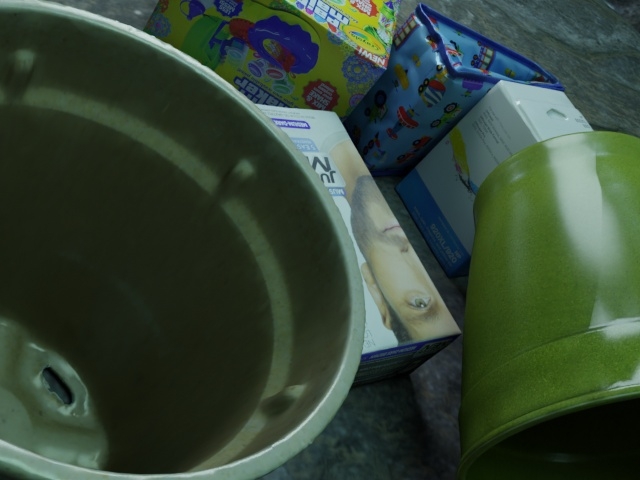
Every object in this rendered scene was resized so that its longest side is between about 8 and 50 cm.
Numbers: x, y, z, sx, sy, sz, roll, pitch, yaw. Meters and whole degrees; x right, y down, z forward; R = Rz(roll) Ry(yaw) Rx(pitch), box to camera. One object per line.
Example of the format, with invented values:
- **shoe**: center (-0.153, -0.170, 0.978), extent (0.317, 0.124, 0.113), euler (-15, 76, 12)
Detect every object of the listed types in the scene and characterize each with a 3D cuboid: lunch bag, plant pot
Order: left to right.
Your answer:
- **plant pot**: center (-0.192, 0.067, 0.545), extent (0.333, 0.305, 0.334), euler (24, 42, -24)
- **lunch bag**: center (0.206, -0.196, 1.216), extent (0.293, 0.221, 0.138), euler (6, 51, -38)
- **plant pot**: center (0.311, 0.080, 0.901), extent (0.366, 0.366, 0.353), euler (19, 49, -28)

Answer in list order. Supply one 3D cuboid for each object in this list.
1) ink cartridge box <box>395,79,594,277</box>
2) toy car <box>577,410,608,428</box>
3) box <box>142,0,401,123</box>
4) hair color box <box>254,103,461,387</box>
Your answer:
- **ink cartridge box**: center (0.267, -0.084, 1.154), extent (0.171, 0.233, 0.168), euler (-4, 57, -43)
- **toy car**: center (0.398, 0.206, 1.080), extent (0.181, 0.136, 0.159), euler (14, 74, 6)
- **box**: center (-0.056, -0.328, 1.146), extent (0.289, 0.177, 0.279), euler (31, 40, -15)
- **hair color box**: center (0.000, 0.000, 0.943), extent (0.185, 0.110, 0.339), euler (-4, 59, -45)
